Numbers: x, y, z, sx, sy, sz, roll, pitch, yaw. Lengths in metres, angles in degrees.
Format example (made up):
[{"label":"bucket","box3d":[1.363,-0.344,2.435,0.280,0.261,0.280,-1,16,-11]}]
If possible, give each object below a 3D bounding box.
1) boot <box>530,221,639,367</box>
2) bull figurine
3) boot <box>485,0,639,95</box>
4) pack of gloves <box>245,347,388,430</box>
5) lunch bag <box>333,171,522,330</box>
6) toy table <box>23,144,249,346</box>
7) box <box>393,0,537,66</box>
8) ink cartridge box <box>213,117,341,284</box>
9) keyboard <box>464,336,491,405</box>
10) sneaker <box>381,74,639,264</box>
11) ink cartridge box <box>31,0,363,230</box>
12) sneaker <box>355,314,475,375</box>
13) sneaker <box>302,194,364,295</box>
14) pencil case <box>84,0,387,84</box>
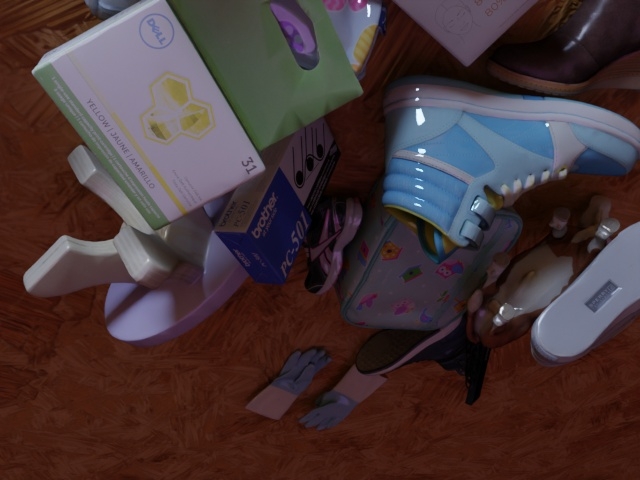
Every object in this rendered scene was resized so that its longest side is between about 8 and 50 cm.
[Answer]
[{"label":"boot","box3d":[0.383,0.072,0.780,0.258,0.095,0.123,-36,157,-1]},{"label":"bull figurine","box3d":[0.335,0.039,0.849,0.310,0.101,0.188,-43,151,-4]},{"label":"boot","box3d":[0.318,-0.271,0.644,0.248,0.090,0.207,-1,122,-7]},{"label":"pack of gloves","box3d":[-0.011,0.294,1.178,0.195,0.046,0.232,28,122,-19]},{"label":"lunch bag","box3d":[0.157,0.020,0.869,0.224,0.108,0.279,9,133,-20]},{"label":"toy table","box3d":[-0.196,-0.011,0.691,0.274,0.252,0.161,-54,141,-6]},{"label":"box","box3d":[0.127,-0.281,0.566,0.170,0.091,0.130,28,125,-34]},{"label":"ink cartridge box","box3d":[-0.042,-0.061,0.680,0.046,0.207,0.097,3,143,30]},{"label":"keyboard","box3d":[0.281,0.194,1.043,0.038,0.192,0.100,13,-178,26]},{"label":"sneaker","box3d":[0.218,-0.063,0.696,0.319,0.208,0.127,10,174,-1]},{"label":"ink cartridge box","box3d":[-0.091,-0.135,0.507,0.235,0.056,0.171,-28,121,4]},{"label":"sneaker","box3d":[0.193,0.216,1.094,0.226,0.086,0.163,-31,130,18]},{"label":"sneaker","box3d":[0.000,0.000,0.859,0.077,0.072,0.178,15,123,-9]},{"label":"pencil case","box3d":[-0.077,-0.229,0.558,0.273,0.124,0.113,13,171,-21]}]
